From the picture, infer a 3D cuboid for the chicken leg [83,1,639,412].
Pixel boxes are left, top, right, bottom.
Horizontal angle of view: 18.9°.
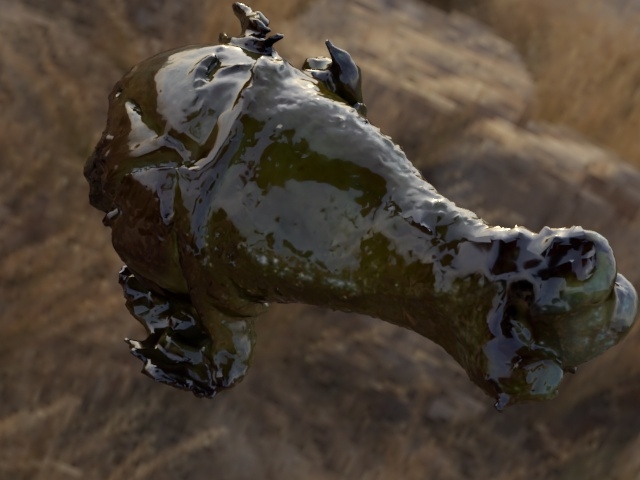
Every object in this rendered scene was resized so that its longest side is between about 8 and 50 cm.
[{"bbox_3d":[-0.016,0.004,1.066,0.140,0.211,0.361,26,11,-47],"label":"chicken leg"}]
